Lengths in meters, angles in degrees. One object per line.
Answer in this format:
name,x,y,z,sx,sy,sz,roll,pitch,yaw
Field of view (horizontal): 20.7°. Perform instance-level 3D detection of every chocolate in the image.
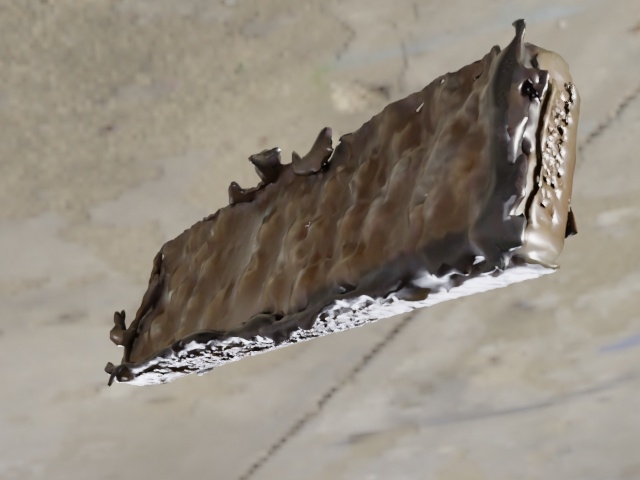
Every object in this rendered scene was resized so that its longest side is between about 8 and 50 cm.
chocolate,0.004,0.005,0.770,0.065,0.102,0.329,21,156,-27
